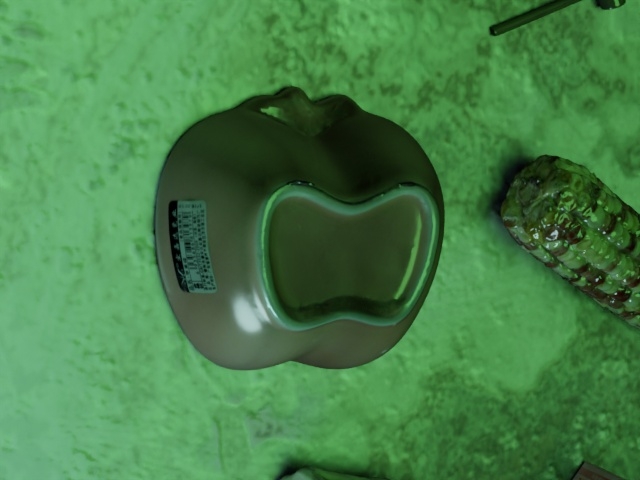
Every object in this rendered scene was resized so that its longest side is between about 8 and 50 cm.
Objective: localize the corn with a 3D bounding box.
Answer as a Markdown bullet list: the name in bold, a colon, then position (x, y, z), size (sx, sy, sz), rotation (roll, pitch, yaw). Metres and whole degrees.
- **corn**: position (0.228, 0.020, 1.285), size (0.237, 0.079, 0.079), rotation (35, 83, -33)

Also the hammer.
- **hammer**: position (0.170, -0.170, 1.249), size (0.110, 0.019, 0.035), rotation (-23, 110, -16)

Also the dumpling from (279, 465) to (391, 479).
- **dumpling**: position (0.042, 0.239, 1.214), size (0.169, 0.100, 0.134), rotation (17, 104, -28)

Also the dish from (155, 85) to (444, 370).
- **dish**: position (0.000, 0.000, 1.147), size (0.213, 0.090, 0.213), rotation (-6, 103, -26)

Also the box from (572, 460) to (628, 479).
- **box**: position (0.221, 0.225, 1.288), size (0.043, 0.125, 0.089), rotation (40, 79, -27)
